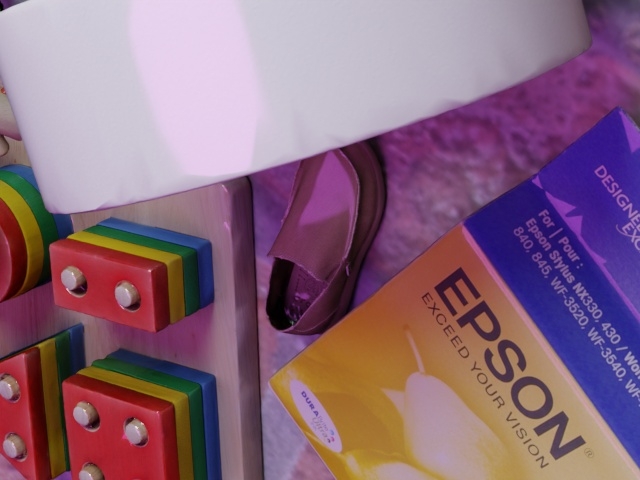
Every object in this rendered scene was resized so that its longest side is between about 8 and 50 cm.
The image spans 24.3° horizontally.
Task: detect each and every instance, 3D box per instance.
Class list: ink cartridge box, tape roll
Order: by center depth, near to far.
[{"bbox_3d":[-0.015,-0.104,0.735,0.286,0.286,0.100,-11,102,39],"label":"tape roll"},{"bbox_3d":[0.143,0.131,0.826,0.304,0.072,0.307,55,141,7],"label":"ink cartridge box"}]

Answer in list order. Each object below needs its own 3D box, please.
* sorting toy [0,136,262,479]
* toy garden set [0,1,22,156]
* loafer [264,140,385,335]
[{"bbox_3d":[-0.172,0.066,1.044,0.255,0.089,0.257,13,116,32],"label":"sorting toy"},{"bbox_3d":[-0.226,-0.097,0.968,0.244,0.049,0.204,-47,42,25],"label":"toy garden set"},{"bbox_3d":[0.000,0.000,0.915,0.056,0.050,0.148,23,121,27],"label":"loafer"}]
